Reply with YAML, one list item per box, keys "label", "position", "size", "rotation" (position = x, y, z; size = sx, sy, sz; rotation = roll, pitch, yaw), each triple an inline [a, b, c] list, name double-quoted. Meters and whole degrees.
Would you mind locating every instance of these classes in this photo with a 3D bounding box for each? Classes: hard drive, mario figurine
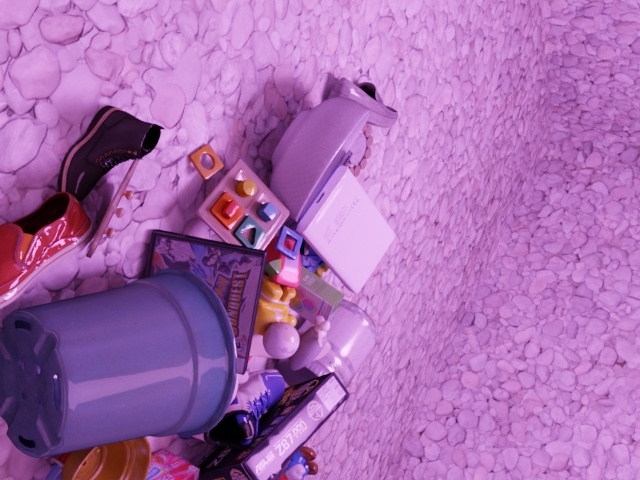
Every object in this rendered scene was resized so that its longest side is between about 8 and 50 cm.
- label: "hard drive"
  position: [0.074, -0.023, 1.933]
  size: [0.210, 0.040, 0.318]
  rotation: [-56, 138, -14]
- label: "mario figurine"
  position: [-0.086, 0.833, 2.327]
  size: [0.198, 0.170, 0.320]
  rotation: [50, 48, -18]

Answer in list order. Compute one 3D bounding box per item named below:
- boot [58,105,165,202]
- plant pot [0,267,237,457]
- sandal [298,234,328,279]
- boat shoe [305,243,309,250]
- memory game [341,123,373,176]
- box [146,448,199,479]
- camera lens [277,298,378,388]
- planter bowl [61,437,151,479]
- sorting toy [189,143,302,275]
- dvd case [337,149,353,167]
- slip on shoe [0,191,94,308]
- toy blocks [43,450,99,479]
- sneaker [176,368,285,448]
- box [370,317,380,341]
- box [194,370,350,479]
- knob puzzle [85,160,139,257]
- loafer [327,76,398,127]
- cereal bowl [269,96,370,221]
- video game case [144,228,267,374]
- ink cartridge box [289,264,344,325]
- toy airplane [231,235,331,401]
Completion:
- label: "boot"
  position: [-0.377, -0.145, 1.304]
  size: [0.077, 0.137, 0.198]
  rotation: [36, 75, -60]
- label: "plant pot"
  position: [-0.393, 0.233, 1.340]
  size: [0.334, 0.341, 0.341]
  rotation: [-5, 111, -50]
- label: "sandal"
  position: [0.000, 0.000, 2.012]
  size: [0.317, 0.126, 0.138]
  rotation: [-51, 126, -14]
- label: "boat shoe"
  position: [-0.003, -0.029, 2.108]
  size: [0.049, 0.042, 0.133]
  rotation: [13, 94, -58]
- label: "memory game"
  position: [0.107, -0.275, 2.179]
  size: [0.186, 0.012, 0.186]
  rotation: [-36, 135, -45]
- label: "box"
  position: [-0.415, 0.606, 1.685]
  size: [0.257, 0.128, 0.122]
  rotation: [-16, 120, -56]
- label: "camera lens"
  position: [0.027, 0.325, 2.180]
  size: [0.274, 0.219, 0.219]
  rotation: [-50, 145, -32]
- label: "planter bowl"
  position: [-0.454, 0.468, 1.467]
  size: [0.217, 0.090, 0.217]
  rotation: [-36, 135, -46]
- label: "sorting toy"
  position: [-0.163, -0.067, 1.624]
  size: [0.347, 0.047, 0.196]
  rotation: [47, 53, -22]
- label: "dvd case"
  position: [0.019, -0.138, 1.992]
  size: [0.164, 0.018, 0.221]
  rotation: [-57, 179, -23]
- label: "slip on shoe"
  position: [-0.515, 0.024, 1.197]
  size: [0.331, 0.123, 0.101]
  rotation: [-47, 135, -45]
- label: "toy blocks"
  position: [-0.508, 0.467, 1.524]
  size: [0.148, 0.054, 0.123]
  rotation: [-52, 145, -30]
- label: "sneaker"
  position: [-0.195, 0.446, 1.839]
  size: [0.315, 0.182, 0.127]
  rotation: [-17, 109, -40]
- label: "box"
  position: [0.093, 0.382, 2.455]
  size: [0.275, 0.094, 0.113]
  rotation: [-49, 144, -35]
- label: "box"
  position: [-0.143, 0.524, 1.934]
  size: [0.097, 0.318, 0.395]
  rotation: [55, 47, -3]
- label: "knob puzzle"
  position: [-0.385, -0.042, 1.349]
  size: [0.213, 0.030, 0.213]
  rotation: [-56, -164, 26]
- label: "loafer"
  position: [0.135, -0.390, 2.058]
  size: [0.319, 0.112, 0.111]
  rotation: [-3, 118, -58]
- label: "cereal bowl"
  position: [-0.024, -0.218, 1.798]
  size: [0.339, 0.141, 0.339]
  rotation: [-57, 178, -3]
- label: "video game case"
  position: [-0.259, 0.133, 1.554]
  size: [0.035, 0.248, 0.275]
  rotation: [-58, 159, -81]
- label: "ink cartridge box"
  position: [-0.048, 0.136, 1.926]
  size: [0.062, 0.209, 0.109]
  rotation: [-44, 162, -42]
- label: "toy airplane"
  position: [-0.160, 0.226, 1.747]
  size: [0.386, 0.272, 0.384]
  rotation: [-31, 124, -25]
